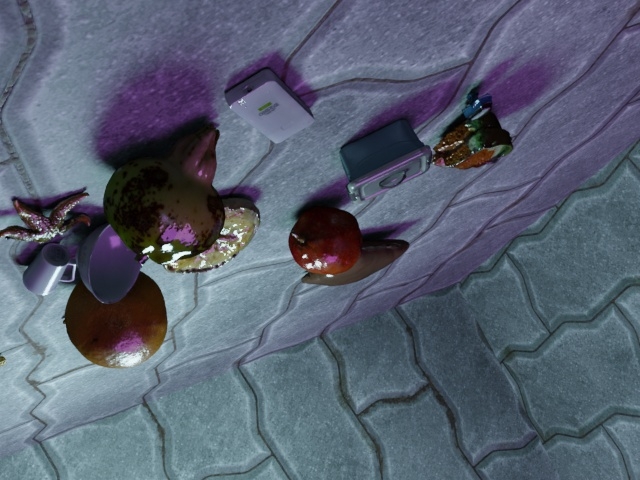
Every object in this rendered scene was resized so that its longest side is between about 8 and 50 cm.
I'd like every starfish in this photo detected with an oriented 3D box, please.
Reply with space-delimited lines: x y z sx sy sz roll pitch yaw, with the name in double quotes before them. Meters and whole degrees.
"starfish" -0.522 -0.042 1.448 0.176 0.053 0.208 -39 168 10

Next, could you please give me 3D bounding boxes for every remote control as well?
"remote control" -0.092 -0.254 1.437 0.103 0.034 0.250 -29 164 12

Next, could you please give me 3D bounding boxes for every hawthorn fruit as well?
"hawthorn fruit" 0.000 0.000 2.098 0.253 0.205 0.205 3 148 -46

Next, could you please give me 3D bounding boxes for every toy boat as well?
"toy boat" 0.386 -0.337 1.846 0.060 0.061 0.137 -16 175 -6

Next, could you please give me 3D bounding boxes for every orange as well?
"orange" -0.494 0.188 1.829 0.264 0.264 0.264 -24 164 -7

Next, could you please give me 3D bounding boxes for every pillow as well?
"pillow" 0.126 0.084 2.697 0.307 0.108 0.305 -5 159 -45

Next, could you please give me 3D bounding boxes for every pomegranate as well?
"pomegranate" -0.270 -0.083 1.407 0.276 0.204 0.222 -36 146 22

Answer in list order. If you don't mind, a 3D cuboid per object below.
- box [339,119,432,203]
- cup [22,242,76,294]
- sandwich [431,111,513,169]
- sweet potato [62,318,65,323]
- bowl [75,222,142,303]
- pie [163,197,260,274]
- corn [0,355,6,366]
"box" 0.158 -0.191 1.841 0.226 0.130 0.162 -25 165 1
"cup" -0.579 0.063 1.617 0.104 0.074 0.116 12 139 -36
"sandwich" 0.418 -0.265 2.024 0.212 0.109 0.292 -24 171 38
"sweet potato" -0.613 0.189 1.985 0.226 0.068 0.068 -33 162 27
"bowl" -0.475 0.036 1.623 0.086 0.189 0.189 13 177 22
"pie" -0.270 -0.006 1.833 0.274 0.055 0.274 -28 155 -15
"corn" -0.920 0.345 2.059 0.092 0.037 0.037 -16 161 -28
